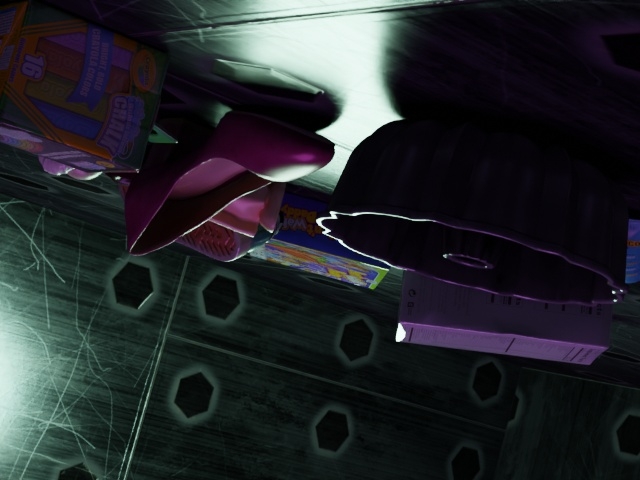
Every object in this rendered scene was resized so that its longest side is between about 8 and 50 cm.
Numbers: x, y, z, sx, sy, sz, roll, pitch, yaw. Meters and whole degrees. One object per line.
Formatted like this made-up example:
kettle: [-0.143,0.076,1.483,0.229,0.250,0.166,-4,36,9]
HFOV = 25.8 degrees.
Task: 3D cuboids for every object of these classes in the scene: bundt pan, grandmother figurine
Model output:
bundt pan: [0.167,-0.035,1.457,0.331,0.124,0.331,14,170,2]
grandmother figurine: [-0.223,-0.092,1.952,0.342,0.104,0.208,15,180,-6]

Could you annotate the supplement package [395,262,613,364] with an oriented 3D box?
supplement package: [0.219,0.061,1.675,0.244,0.133,0.139,7,167,2]

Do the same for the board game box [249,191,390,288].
board game box: [0.000,0.000,2.327,0.233,0.078,0.347,15,173,1]

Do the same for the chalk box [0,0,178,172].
chalk box: [-0.247,-0.149,1.454,0.213,0.132,0.132,19,171,-34]

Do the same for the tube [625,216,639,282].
tube: [0.366,0.000,1.696,0.080,0.052,0.207,5,165,19]

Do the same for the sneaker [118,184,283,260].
sneaker: [-0.185,-0.056,2.144,0.302,0.108,0.121,28,-147,36]

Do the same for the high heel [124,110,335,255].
high heel: [-0.114,-0.055,1.692,0.127,0.181,0.377,19,172,-30]
